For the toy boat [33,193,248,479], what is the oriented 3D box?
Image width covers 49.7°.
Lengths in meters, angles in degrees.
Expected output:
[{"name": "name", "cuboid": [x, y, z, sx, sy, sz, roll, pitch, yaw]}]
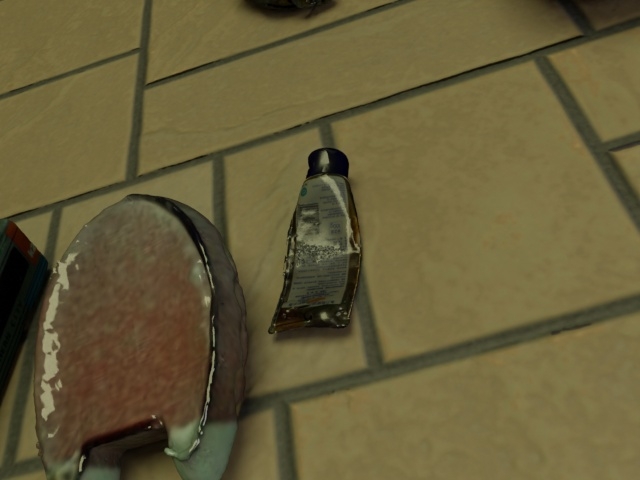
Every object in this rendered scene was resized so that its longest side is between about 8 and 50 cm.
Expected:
[{"name": "toy boat", "cuboid": [-0.119, 0.073, 0.492, 0.155, 0.085, 0.228, -21, 57, 15]}]

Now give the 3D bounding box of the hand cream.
[{"name": "hand cream", "cuboid": [0.000, 0.000, 0.530, 0.062, 0.039, 0.163, -4, 55, 16]}]

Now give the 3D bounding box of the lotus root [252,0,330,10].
[{"name": "lotus root", "cuboid": [-0.054, -0.311, 0.793, 0.088, 0.088, 0.165, -39, 58, -14]}]

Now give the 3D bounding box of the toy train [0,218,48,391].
[{"name": "toy train", "cuboid": [-0.296, 0.157, 0.468, 0.086, 0.089, 0.410, -6, 48, 10]}]
